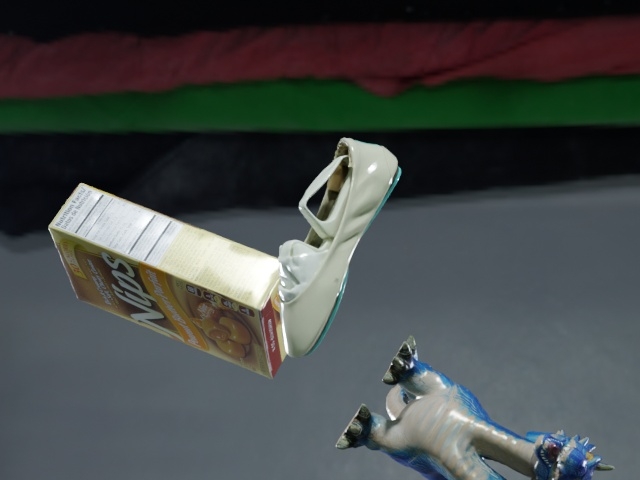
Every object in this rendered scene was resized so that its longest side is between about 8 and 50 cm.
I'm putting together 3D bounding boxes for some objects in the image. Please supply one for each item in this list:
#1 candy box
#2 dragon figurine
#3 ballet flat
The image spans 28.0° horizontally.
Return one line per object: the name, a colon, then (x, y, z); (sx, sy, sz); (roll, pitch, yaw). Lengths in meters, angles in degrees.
candy box: (-0.191, 0.055, 1.708); (0.316, 0.088, 0.183); (20, -31, 17)
dragon figurine: (0.092, 0.132, 0.788); (0.144, 0.085, 0.289); (34, -6, 6)
ballet flat: (0.000, 0.000, 1.360); (0.086, 0.249, 0.086); (23, -15, 7)
